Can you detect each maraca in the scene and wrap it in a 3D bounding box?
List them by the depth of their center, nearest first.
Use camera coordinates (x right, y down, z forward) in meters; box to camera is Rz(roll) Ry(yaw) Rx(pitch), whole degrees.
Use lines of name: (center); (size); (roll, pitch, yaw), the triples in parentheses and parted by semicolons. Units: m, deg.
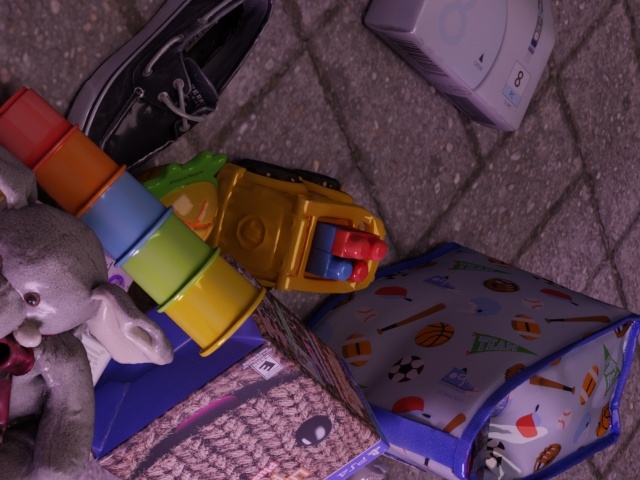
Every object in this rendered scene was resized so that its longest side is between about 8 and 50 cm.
maraca: (-0.161, -0.038, 1.593); (0.127, 0.099, 0.185); (-27, 163, -31)

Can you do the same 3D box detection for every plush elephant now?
plush elephant: (-0.283, 0.076, 1.337); (0.330, 0.272, 0.255); (-41, 164, -34)

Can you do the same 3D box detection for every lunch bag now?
lunch bag: (0.171, 0.182, 1.929); (0.385, 0.328, 0.238); (-17, 118, -47)

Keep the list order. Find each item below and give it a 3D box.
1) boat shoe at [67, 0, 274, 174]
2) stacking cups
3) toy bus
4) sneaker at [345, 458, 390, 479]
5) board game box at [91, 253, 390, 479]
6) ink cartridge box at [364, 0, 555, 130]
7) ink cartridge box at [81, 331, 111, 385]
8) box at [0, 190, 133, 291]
boat shoe: (-0.156, -0.162, 1.579); (0.301, 0.102, 0.108); (-52, 137, -22)
stacking cups: (-0.202, -0.020, 1.483); (0.316, 0.096, 0.096); (42, 66, -6)
toy bus: (0.000, 0.000, 1.744); (0.220, 0.211, 0.149); (6, 98, -52)
sneaker: (0.038, 0.406, 2.020); (0.105, 0.115, 0.281); (-24, 124, -42)
board game box: (-0.101, 0.192, 1.677); (0.232, 0.141, 0.291); (-36, 138, 8)
ink cartridge box: (0.238, -0.379, 1.969); (0.308, 0.091, 0.385); (32, 80, -50)
ink cartridge box: (-0.377, 0.167, 1.490); (0.239, 0.060, 0.275); (36, 76, -24)
box: (-0.310, -0.017, 1.486); (0.324, 0.067, 0.063); (38, 76, -50)
